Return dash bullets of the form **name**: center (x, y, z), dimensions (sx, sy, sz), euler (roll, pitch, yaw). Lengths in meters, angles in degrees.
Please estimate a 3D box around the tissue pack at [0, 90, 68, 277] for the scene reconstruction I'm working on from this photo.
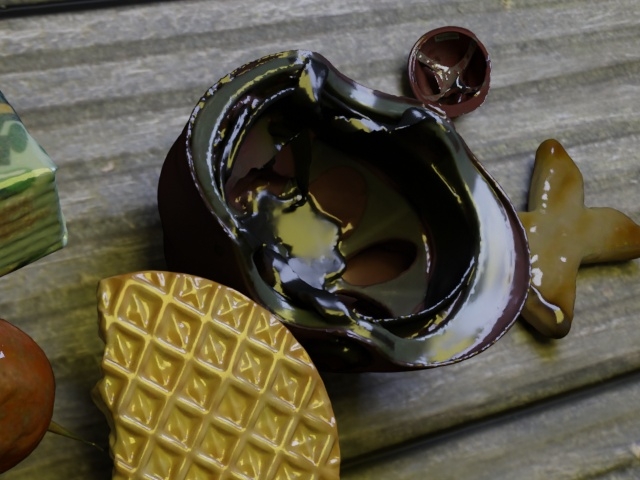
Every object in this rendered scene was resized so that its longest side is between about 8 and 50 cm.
- **tissue pack**: center (-0.381, -0.037, 1.369), dimensions (0.310, 0.128, 0.228), euler (-27, 59, -19)

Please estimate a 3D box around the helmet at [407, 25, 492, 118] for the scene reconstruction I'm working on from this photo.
- **helmet**: center (0.140, -0.167, 1.913), dimensions (0.089, 0.057, 0.111), euler (-10, 65, 4)

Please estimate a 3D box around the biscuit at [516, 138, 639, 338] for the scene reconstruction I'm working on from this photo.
- **biscuit**: center (0.241, -0.002, 1.866), dimensions (0.164, 0.047, 0.208), euler (47, 48, 4)

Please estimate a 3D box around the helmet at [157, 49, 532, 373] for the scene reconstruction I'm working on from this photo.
- **helmet**: center (0.000, 0.000, 1.617), dimensions (0.338, 0.197, 0.271), euler (29, 56, -17)

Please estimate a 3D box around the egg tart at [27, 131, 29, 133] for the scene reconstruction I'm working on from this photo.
- **egg tart**: center (-0.327, -0.057, 1.538), dimensions (0.191, 0.074, 0.191), euler (16, 51, -21)

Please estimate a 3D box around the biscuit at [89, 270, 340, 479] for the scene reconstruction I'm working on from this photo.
- **biscuit**: center (-0.080, 0.175, 1.453), dimensions (0.204, 0.040, 0.309), euler (-3, 85, -20)

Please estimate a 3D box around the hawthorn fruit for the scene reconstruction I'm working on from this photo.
- **hawthorn fruit**: center (-0.278, 0.123, 1.413), dimensions (0.189, 0.149, 0.149), euler (17, 43, -62)
